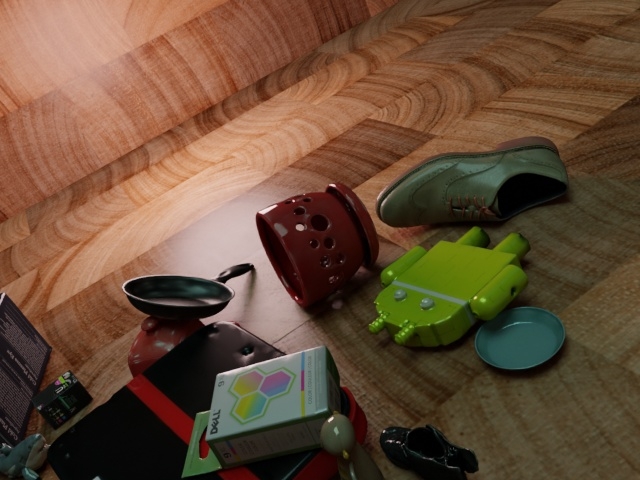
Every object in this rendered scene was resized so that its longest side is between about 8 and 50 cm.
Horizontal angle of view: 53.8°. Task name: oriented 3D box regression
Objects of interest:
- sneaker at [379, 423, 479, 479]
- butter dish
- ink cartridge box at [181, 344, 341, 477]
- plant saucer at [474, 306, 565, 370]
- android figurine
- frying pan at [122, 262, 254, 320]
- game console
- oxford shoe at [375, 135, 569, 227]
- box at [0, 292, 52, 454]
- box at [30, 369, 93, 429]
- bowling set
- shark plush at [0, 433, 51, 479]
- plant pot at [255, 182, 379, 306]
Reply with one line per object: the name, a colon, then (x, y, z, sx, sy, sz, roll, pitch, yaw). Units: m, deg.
sneaker: (0.119, 0.241, 0.732, 0.051, 0.089, 0.170, -36, 31, -20)
butter dish: (-0.274, 0.182, 1.109, 0.160, 0.118, 0.159, -14, 30, 20)
ink cartridge box: (-0.080, 0.213, 0.784, 0.209, 0.062, 0.109, -16, 32, 10)
plant saucer: (0.272, 0.138, 0.857, 0.119, 0.021, 0.119, -18, 29, 11)
android figurine: (0.194, 0.071, 0.983, 0.273, 0.056, 0.248, -35, 25, -21)
frying pan: (-0.249, 0.088, 1.192, 0.197, 0.053, 0.326, 7, 10, 2)
game console: (-0.162, 0.271, 0.864, 0.342, 0.060, 0.387, -39, 34, -26)
oxford shoe: (0.267, -0.088, 1.138, 0.348, 0.123, 0.130, -19, 34, 13)
box: (-0.738, 0.308, 1.201, 0.343, 0.178, 0.312, -25, 30, 1)
box: (-0.473, 0.290, 1.153, 0.083, 0.052, 0.062, -39, 30, -23)
bowling set: (-0.012, 0.333, 0.613, 0.200, 0.154, 0.287, -24, 28, 1)
shark plush: (-0.515, 0.356, 1.059, 0.161, 0.067, 0.073, -8, 33, 28)
plant pot: (0.000, 0.000, 1.130, 0.174, 0.191, 0.191, -26, 28, -13)
